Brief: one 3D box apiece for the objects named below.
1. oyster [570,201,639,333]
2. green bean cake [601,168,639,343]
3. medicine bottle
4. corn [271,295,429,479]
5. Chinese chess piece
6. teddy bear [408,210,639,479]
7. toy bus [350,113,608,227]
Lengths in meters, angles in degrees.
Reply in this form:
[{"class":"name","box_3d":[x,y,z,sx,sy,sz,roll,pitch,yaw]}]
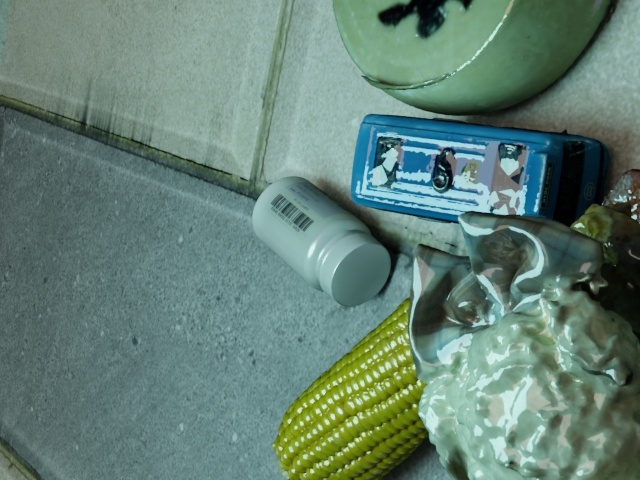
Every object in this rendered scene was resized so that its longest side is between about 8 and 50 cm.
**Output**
[{"class":"oyster","box_3d":[0.353,0.060,0.862,0.337,0.133,0.198,29,90,24]},{"class":"green bean cake","box_3d":[0.309,0.018,1.026,0.135,0.056,0.136,52,124,37]},{"class":"medicine bottle","box_3d":[0.000,0.000,1.375,0.186,0.102,0.103,39,116,46]},{"class":"corn","box_3d":[0.082,0.170,1.233,0.387,0.144,0.144,-43,54,36]},{"class":"Chinese chess piece","box_3d":[0.155,-0.311,1.182,0.349,0.146,0.349,-8,80,51]},{"class":"teddy bear","box_3d":[0.256,0.187,0.864,0.327,0.375,0.362,-35,49,49]},{"class":"toy bus","box_3d":[0.160,-0.067,1.129,0.246,0.134,0.113,12,95,35]}]
